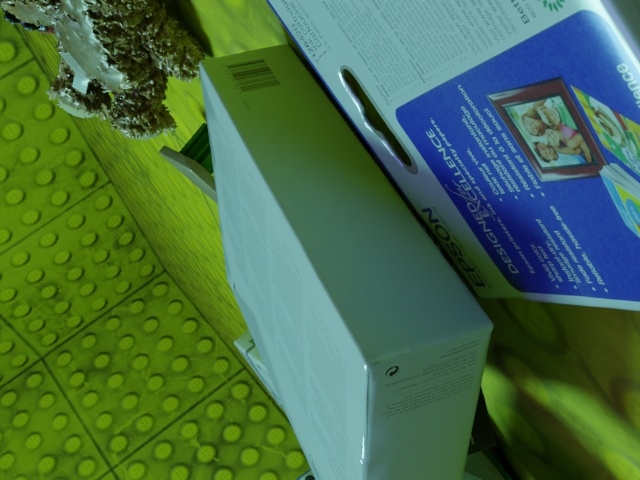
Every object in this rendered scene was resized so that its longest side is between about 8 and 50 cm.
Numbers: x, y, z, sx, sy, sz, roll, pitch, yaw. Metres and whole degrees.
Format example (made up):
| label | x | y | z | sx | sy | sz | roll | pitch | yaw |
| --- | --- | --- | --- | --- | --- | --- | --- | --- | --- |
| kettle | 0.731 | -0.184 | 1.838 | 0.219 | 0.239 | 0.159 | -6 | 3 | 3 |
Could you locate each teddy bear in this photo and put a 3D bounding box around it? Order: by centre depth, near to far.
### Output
| label | x | y | z | sx | sy | sz | roll | pitch | yaw |
| --- | --- | --- | --- | --- | --- | --- | --- | --- | --- |
| teddy bear | -0.252 | -0.251 | 1.000 | 0.245 | 0.113 | 0.338 | 14 | 144 | 21 |

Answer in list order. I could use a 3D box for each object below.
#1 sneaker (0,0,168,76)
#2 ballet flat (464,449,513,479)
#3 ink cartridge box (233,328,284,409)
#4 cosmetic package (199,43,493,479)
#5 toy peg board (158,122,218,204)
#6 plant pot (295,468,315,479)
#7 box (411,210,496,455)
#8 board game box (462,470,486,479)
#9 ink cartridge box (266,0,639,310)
| label | x | y | z | sx | sy | sz | roll | pitch | yaw |
| --- | --- | --- | --- | --- | --- | --- | --- | --- | --- |
| sneaker | -0.290 | -0.309 | 1.127 | 0.276 | 0.135 | 0.097 | 26 | 136 | 11 |
| ballet flat | 0.133 | 0.252 | 1.032 | 0.400 | 0.139 | 0.139 | 56 | 166 | -9 |
| ink cartridge box | -0.055 | 0.281 | 1.764 | 0.198 | 0.115 | 0.273 | 57 | 166 | -15 |
| cosmetic package | 0.001 | 0.048 | 0.729 | 0.284 | 0.097 | 0.377 | 92 | 157 | -43 |
| toy peg board | -0.131 | -0.094 | 1.215 | 0.161 | 0.079 | 0.161 | 43 | 174 | -28 |
| plant pot | 0.090 | 0.544 | 1.710 | 0.236 | 0.236 | 0.212 | 41 | 156 | 44 |
| box | 0.063 | 0.085 | 0.836 | 0.270 | 0.060 | 0.216 | 175 | 82 | -74 |
| board game box | 0.187 | 0.341 | 0.873 | 0.303 | 0.097 | 0.224 | 20 | 152 | 17 |
| ink cartridge box | 0.087 | -0.100 | 0.448 | 0.303 | 0.072 | 0.307 | 54 | 169 | -7 |
